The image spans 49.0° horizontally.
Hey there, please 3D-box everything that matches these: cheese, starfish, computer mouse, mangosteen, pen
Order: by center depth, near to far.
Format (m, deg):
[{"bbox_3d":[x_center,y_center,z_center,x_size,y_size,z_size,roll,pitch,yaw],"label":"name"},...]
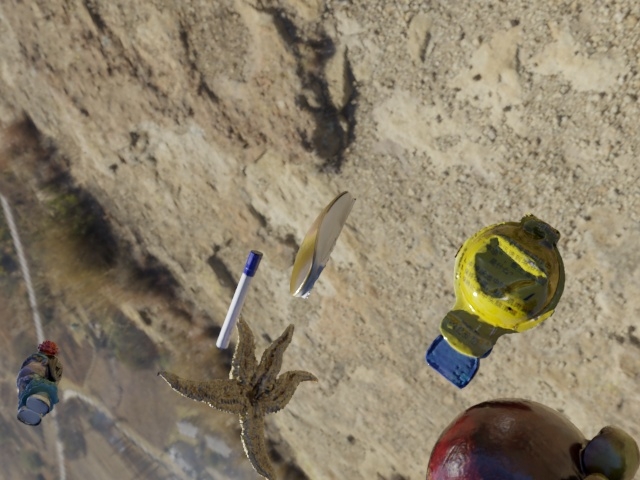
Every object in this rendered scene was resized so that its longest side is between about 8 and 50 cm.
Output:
[{"bbox_3d":[0.246,0.279,0.775,0.257,0.215,0.215,-19,105,34],"label":"mangosteen"},{"bbox_3d":[0.228,0.079,0.941,0.156,0.064,0.250,39,102,33],"label":"cheese"},{"bbox_3d":[0.000,0.000,1.259,0.056,0.245,0.126,30,131,-1],"label":"computer mouse"},{"bbox_3d":[-0.133,0.258,1.321,0.301,0.293,0.084,45,130,-11],"label":"starfish"},{"bbox_3d":[-0.198,0.146,1.706,0.033,0.033,0.269,31,109,29],"label":"pen"}]

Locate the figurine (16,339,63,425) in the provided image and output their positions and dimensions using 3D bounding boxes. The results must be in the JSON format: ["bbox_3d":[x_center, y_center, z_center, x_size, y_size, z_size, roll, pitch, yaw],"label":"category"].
[{"bbox_3d":[-0.305,0.155,0.762,0.060,0.047,0.106,-69,23,13],"label":"figurine"}]
